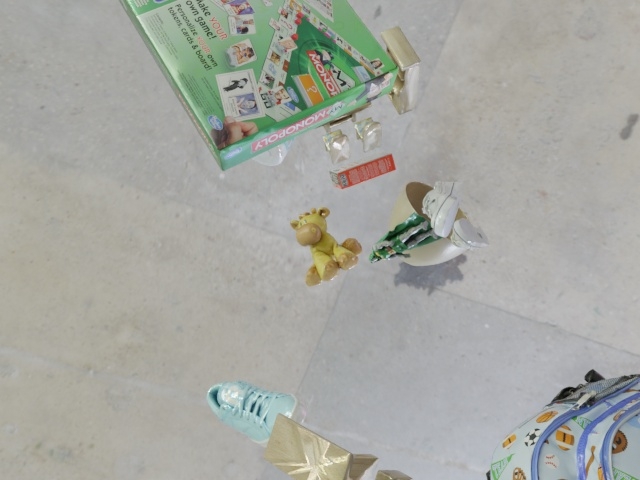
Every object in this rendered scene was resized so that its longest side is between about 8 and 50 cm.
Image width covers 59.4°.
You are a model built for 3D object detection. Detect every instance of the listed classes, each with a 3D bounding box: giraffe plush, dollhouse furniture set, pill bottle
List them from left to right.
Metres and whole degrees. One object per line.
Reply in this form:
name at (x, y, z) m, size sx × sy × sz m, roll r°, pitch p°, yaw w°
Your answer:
pill bottle at (-0.123, -0.361, 1.649) m, size 0.146 × 0.146 × 0.264 m, roll 33°, pitch 66°, yaw -16°
giraffe plush at (0.000, 0.000, 1.549) m, size 0.181 × 0.210 × 0.170 m, roll -30°, pitch 106°, yaw 6°
dollhouse furniture set at (0.015, 0.312, 0.698) m, size 0.151 × 0.123 × 0.144 m, roll 25°, pitch 81°, yaw -46°
dollhouse furniture set at (0.080, -0.325, 1.206) m, size 0.242 × 0.161 × 0.212 m, roll -23°, pitch 65°, yaw -4°

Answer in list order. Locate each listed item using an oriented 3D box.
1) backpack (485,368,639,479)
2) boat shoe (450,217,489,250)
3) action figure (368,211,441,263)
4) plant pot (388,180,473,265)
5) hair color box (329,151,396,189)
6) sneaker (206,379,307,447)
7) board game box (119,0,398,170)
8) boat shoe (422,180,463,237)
backpack at (0.355, 0.313, 0.685) m, size 0.263 × 0.213 × 0.276 m, roll -17°, pitch 68°, yaw -18°
boat shoe at (0.188, -0.003, 0.733) m, size 0.035 × 0.100 × 0.035 m, roll -30°, pitch 69°, yaw 26°
action figure at (0.231, 0.011, 1.649) m, size 0.137 × 0.063 × 0.232 m, roll 37°, pitch 133°, yaw -26°
plant pot at (0.331, -0.028, 1.821) m, size 0.284 × 0.284 × 0.191 m, roll 29°, pitch 123°, yaw -15°
hair color box at (0.098, -0.166, 1.326) m, size 0.141 × 0.072 × 0.043 m, roll -20°, pitch 106°, yaw -10°
sneaker at (-0.178, 0.410, 1.367) m, size 0.150 × 0.366 × 0.135 m, roll 37°, pitch 59°, yaw -22°
board game box at (-0.090, -0.252, 0.625) m, size 0.214 × 0.046 × 0.317 m, roll -28°, pitch 73°, yaw -14°
boat shoe at (0.290, -0.082, 1.373) m, size 0.084 × 0.258 × 0.095 m, roll 13°, pitch 113°, yaw 16°
